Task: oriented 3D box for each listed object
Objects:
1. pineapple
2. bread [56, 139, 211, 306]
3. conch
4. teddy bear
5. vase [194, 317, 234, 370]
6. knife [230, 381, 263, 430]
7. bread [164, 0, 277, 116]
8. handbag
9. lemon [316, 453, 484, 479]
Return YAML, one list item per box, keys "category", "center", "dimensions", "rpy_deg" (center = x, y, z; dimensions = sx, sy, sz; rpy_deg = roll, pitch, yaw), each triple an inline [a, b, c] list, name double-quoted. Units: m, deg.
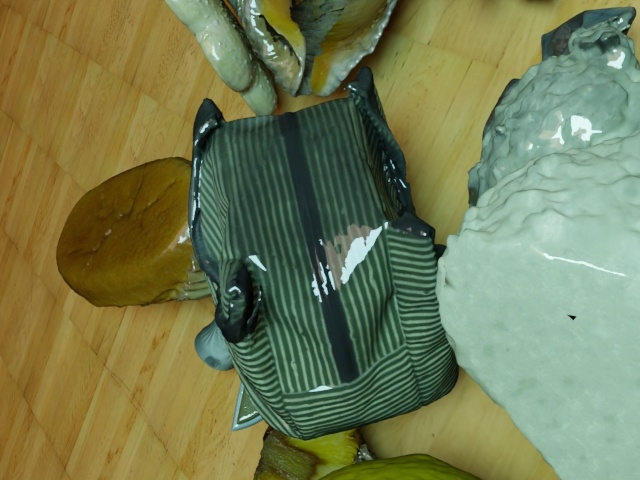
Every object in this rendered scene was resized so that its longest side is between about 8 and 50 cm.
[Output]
- category: "pineapple"
  center: [0.016, 0.238, 0.747]
  dimensions: [0.164, 0.140, 0.250]
  rpy_deg: [15, 115, 1]
- category: "bread"
  center: [-0.259, -0.005, 0.946]
  dimensions: [0.388, 0.183, 0.236]
  rpy_deg: [-17, 70, 38]
- category: "conch"
  center: [-0.004, -0.361, 0.776]
  dimensions: [0.297, 0.210, 0.353]
  rpy_deg: [-14, 96, 29]
- category: "teddy bear"
  center: [0.266, 0.000, 0.497]
  dimensions: [0.375, 0.362, 0.327]
  rpy_deg: [40, 136, 11]
- category: "vase"
  center: [-0.099, 0.091, 0.859]
  dimensions: [0.219, 0.096, 0.096]
  rpy_deg: [-53, 55, 26]
- category: "knife"
  center: [-0.033, 0.073, 0.752]
  dimensions: [0.061, 0.027, 0.343]
  rpy_deg: [19, 69, 5]
- category: "bread"
  center: [-0.149, -0.308, 0.836]
  dimensions: [0.054, 0.316, 0.316]
  rpy_deg: [-31, 62, 7]
- category: "handbag"
  center: [0.000, 0.000, 0.606]
  dimensions: [0.247, 0.240, 0.341]
  rpy_deg: [-12, 52, -3]
- category: "lemon"
  center: [0.076, 0.351, 0.515]
  dimensions: [0.335, 0.336, 0.336]
  rpy_deg: [-7, 80, 40]
